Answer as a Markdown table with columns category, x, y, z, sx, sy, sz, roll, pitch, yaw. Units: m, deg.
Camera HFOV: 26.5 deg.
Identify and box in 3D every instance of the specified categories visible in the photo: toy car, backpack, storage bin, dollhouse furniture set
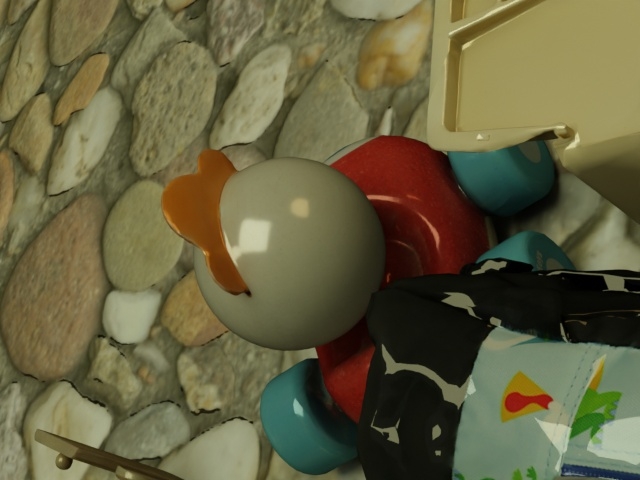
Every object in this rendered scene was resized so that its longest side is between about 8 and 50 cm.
| category | x | y | z | sx | sy | sz | roll | pitch | yaw |
| --- | --- | --- | --- | --- | --- | --- | --- | --- | --- |
| toy car | 0.000 | 0.000 | 0.826 | 0.219 | 0.238 | 0.210 | -32 | 47 | 30 |
| backpack | 0.227 | 0.126 | 0.509 | 0.356 | 0.290 | 0.273 | -10 | 69 | 36 |
| storage bin | 0.184 | -0.100 | 0.672 | 0.123 | 0.262 | 0.260 | -15 | 57 | 39 |
| dollhouse furniture set | -0.138 | 0.231 | 0.927 | 0.144 | 0.123 | 0.151 | 11 | 76 | 49 |
